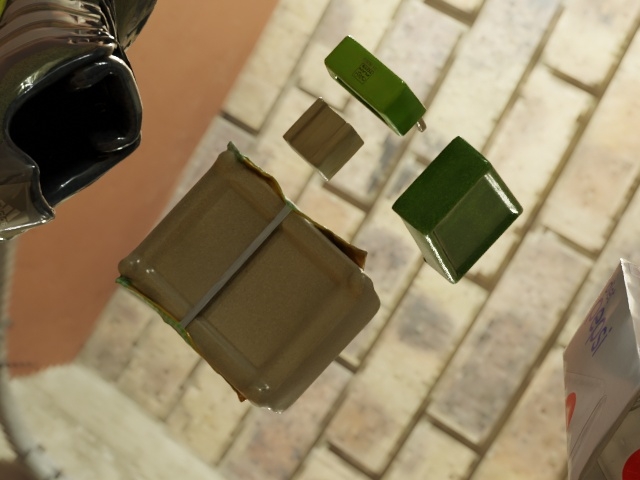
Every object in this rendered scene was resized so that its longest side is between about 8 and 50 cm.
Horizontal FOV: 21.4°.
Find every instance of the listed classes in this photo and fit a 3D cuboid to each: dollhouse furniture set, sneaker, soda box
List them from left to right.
[{"bbox_3d":[-0.141,-0.086,0.927,0.300,0.121,0.111,-64,-34,-45],"label":"sneaker"},{"bbox_3d":[0.000,0.000,1.521,0.301,0.197,0.151,-47,-22,-1],"label":"dollhouse furniture set"},{"bbox_3d":[0.234,0.111,1.205,0.098,0.091,0.286,-61,2,18],"label":"soda box"}]
